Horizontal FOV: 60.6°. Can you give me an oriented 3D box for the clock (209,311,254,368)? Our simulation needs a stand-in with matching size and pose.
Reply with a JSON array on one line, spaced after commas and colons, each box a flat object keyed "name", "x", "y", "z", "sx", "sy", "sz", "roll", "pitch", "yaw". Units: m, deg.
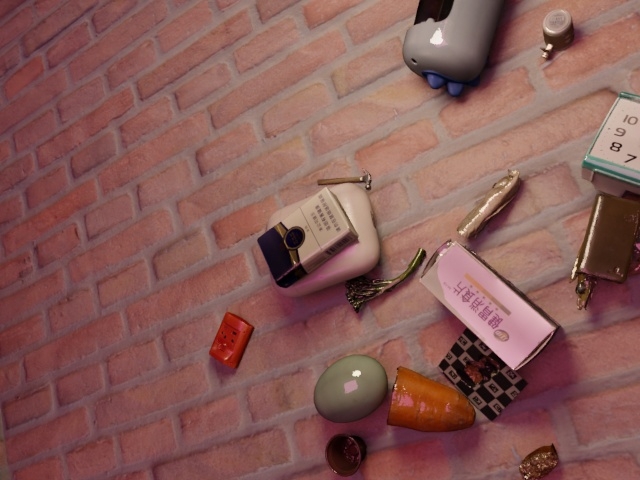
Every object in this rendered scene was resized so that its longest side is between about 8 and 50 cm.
[{"name": "clock", "x": -0.294, "y": 0.319, "z": 1.775, "sx": 0.113, "sy": 0.061, "sz": 0.155, "roll": 24, "pitch": 92, "yaw": 28}]

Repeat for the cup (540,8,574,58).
[{"name": "cup", "x": 0.604, "y": -0.538, "z": 1.423, "sx": 0.102, "sy": 0.099, "sz": 0.074, "roll": -35, "pitch": 68, "yaw": 18}]

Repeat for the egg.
[{"name": "egg", "x": 0.081, "y": 0.410, "z": 1.512, "sx": 0.230, "sy": 0.168, "sz": 0.168, "roll": -39, "pitch": 68, "yaw": 22}]

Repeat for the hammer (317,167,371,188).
[{"name": "hammer", "x": 0.072, "y": -0.188, "z": 1.688, "sx": 0.181, "sy": 0.017, "sz": 0.062, "roll": 0, "pitch": 82, "yaw": 28}]

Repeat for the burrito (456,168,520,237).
[{"name": "burrito", "x": 0.451, "y": -0.094, "z": 1.450, "sx": 0.060, "sy": 0.087, "sz": 0.226, "roll": 43, "pitch": 99, "yaw": 16}]

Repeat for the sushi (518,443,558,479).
[{"name": "sushi", "x": 0.530, "y": 0.545, "z": 1.332, "sx": 0.120, "sy": 0.055, "sz": 0.052, "roll": -41, "pitch": 73, "yaw": 18}]

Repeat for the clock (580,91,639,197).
[{"name": "clock", "x": 0.776, "y": -0.198, "z": 1.273, "sx": 0.262, "sy": 0.116, "sz": 0.231, "roll": 27, "pitch": 76, "yaw": 26}]

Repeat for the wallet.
[{"name": "wallet", "x": 0.672, "y": -0.004, "z": 1.271, "sx": 0.110, "sy": 0.031, "sz": 0.198, "roll": 17, "pitch": 81, "yaw": 17}]

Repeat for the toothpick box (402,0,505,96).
[{"name": "toothpick box", "x": 0.368, "y": -0.578, "z": 1.484, "sx": 0.262, "sy": 0.263, "sz": 0.355, "roll": 17, "pitch": 91, "yaw": 28}]

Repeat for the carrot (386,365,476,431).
[{"name": "carrot", "x": 0.291, "y": 0.425, "z": 1.430, "sx": 0.224, "sy": 0.159, "sz": 0.159, "roll": 8, "pitch": 86, "yaw": 17}]

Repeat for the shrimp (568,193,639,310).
[{"name": "shrimp", "x": 0.709, "y": 0.036, "z": 1.302, "sx": 0.168, "sy": 0.077, "sz": 0.318, "roll": 27, "pitch": 89, "yaw": 27}]

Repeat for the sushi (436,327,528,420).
[{"name": "sushi", "x": 0.415, "y": 0.328, "z": 1.385, "sx": 0.192, "sy": 0.050, "sz": 0.215, "roll": 44, "pitch": 144, "yaw": 22}]

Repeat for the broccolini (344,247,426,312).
[{"name": "broccolini", "x": 0.179, "y": 0.089, "z": 1.582, "sx": 0.271, "sy": 0.062, "sz": 0.123, "roll": -35, "pitch": 74, "yaw": 11}]

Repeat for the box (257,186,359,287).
[{"name": "box", "x": -0.040, "y": -0.006, "z": 1.508, "sx": 0.259, "sy": 0.071, "sz": 0.168, "roll": -36, "pitch": 58, "yaw": 12}]

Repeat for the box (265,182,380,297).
[{"name": "box", "x": -0.001, "y": 0.000, "z": 1.612, "sx": 0.348, "sy": 0.141, "sz": 0.289, "roll": -21, "pitch": 63, "yaw": 23}]

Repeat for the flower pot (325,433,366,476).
[{"name": "flower pot", "x": 0.079, "y": 0.591, "z": 1.531, "sx": 0.111, "sy": 0.089, "sz": 0.112, "roll": -5, "pitch": 80, "yaw": 26}]

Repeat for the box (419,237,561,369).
[{"name": "box", "x": 0.421, "y": 0.155, "z": 1.374, "sx": 0.333, "sy": 0.173, "sz": 0.145, "roll": 45, "pitch": 102, "yaw": 25}]
